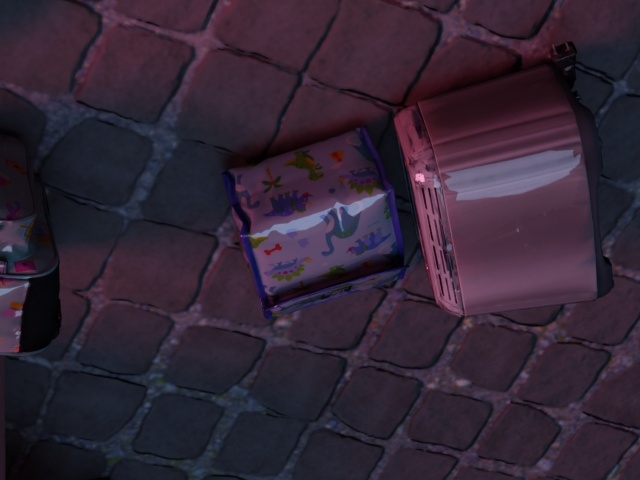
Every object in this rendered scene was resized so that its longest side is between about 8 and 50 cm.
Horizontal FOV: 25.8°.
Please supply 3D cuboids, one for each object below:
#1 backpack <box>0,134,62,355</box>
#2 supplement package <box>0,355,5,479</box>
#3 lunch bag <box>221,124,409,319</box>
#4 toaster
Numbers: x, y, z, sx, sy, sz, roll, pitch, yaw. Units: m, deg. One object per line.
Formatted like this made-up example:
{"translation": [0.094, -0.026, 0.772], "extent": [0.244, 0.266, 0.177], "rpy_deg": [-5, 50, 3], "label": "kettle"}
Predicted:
{"translation": [-0.292, 0.002, 1.026], "extent": [0.188, 0.166, 0.144], "rpy_deg": [-4, 124, -14], "label": "backpack"}
{"translation": [-0.367, 0.212, 1.101], "extent": [0.199, 0.263, 0.198], "rpy_deg": [12, 122, -20], "label": "supplement package"}
{"translation": [0.000, 0.000, 1.138], "extent": [0.128, 0.096, 0.151], "rpy_deg": [-16, 141, -3], "label": "lunch bag"}
{"translation": [0.145, -0.041, 1.113], "extent": [0.146, 0.129, 0.227], "rpy_deg": [-13, 128, 1], "label": "toaster"}
